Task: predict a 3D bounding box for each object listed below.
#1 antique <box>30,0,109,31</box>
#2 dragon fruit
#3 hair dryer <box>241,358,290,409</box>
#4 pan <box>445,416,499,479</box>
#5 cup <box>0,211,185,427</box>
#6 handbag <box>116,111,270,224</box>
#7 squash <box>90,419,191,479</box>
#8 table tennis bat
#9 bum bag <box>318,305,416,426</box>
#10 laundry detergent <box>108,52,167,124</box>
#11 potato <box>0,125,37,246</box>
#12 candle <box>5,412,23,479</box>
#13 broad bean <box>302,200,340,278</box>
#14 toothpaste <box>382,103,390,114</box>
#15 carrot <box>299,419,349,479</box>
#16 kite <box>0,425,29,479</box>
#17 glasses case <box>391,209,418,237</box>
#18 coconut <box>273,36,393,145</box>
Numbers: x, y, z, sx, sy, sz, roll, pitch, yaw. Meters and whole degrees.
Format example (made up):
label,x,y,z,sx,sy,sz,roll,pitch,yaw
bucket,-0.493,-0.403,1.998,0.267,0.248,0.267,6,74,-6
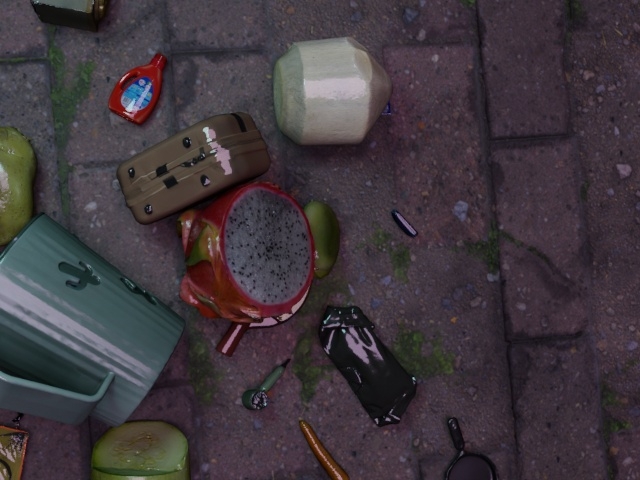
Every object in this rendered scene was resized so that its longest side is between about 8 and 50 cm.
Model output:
label,x,y,z,sx,sy,sz,roll,pitch,yaw
antique,-0.526,-0.541,1.536,0.148,0.152,0.147,9,88,-12
dragon fruit,-0.177,0.034,1.519,0.305,0.225,0.305,12,73,-45
hair dryer,-0.114,0.325,1.646,0.047,0.071,0.150,48,66,-8
pan,0.349,0.532,1.738,0.136,0.028,0.235,-20,96,-11
cup,-0.520,0.197,1.427,0.392,0.310,0.401,35,50,-12
handbag,-0.248,-0.160,1.532,0.302,0.283,0.149,-24,92,29
squash,-0.376,0.471,1.512,0.220,0.220,0.133,3,91,-10
table tennis bat,-0.141,0.125,1.655,0.200,0.038,0.310,32,80,-6
bum bag,0.111,0.282,1.679,0.142,0.080,0.326,-34,98,-2
laundry detergent,-0.399,-0.346,1.609,0.097,0.049,0.165,28,82,-5
potato,-0.672,-0.112,1.507,0.169,0.143,0.248,-1,92,33
candle,-0.662,0.455,1.557,0.026,0.021,0.167,5,88,-11
broad bean,0.000,0.000,1.639,0.124,0.082,0.174,38,57,-47
toothpaste,0.155,-0.344,1.728,0.024,0.015,0.083,-6,96,-12
carrot,0.005,0.495,1.672,0.037,0.037,0.190,-36,94,-9
kite,-0.761,0.502,1.530,0.327,0.013,0.377,-34,91,-7
glasses case,0.199,-0.038,1.719,0.023,0.033,0.083,-43,96,2
coconut,0.029,-0.328,1.596,0.265,0.237,0.237,-2,89,-6
